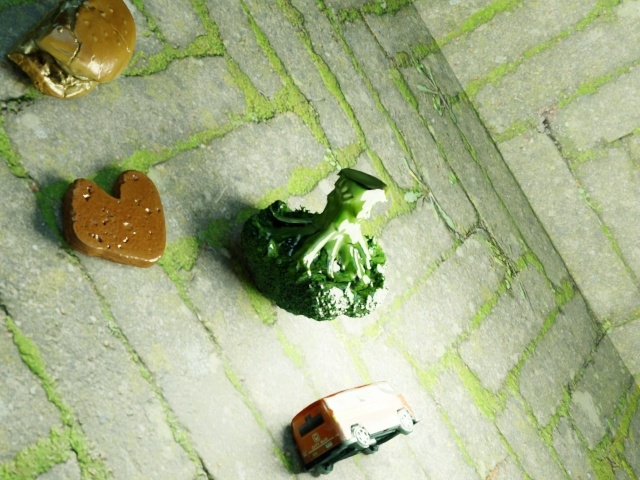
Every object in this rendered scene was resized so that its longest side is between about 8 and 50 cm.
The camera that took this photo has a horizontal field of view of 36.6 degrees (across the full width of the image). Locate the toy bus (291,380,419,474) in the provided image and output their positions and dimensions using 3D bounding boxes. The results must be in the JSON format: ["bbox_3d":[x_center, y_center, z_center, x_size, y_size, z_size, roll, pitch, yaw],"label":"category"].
[{"bbox_3d":[0.065,0.329,1.751,0.265,0.121,0.120,-4,60,-53],"label":"toy bus"}]

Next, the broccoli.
[{"bbox_3d":[0.000,0.000,1.768,0.298,0.297,0.297,22,20,-8],"label":"broccoli"}]

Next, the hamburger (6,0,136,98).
[{"bbox_3d":[-0.389,-0.338,1.621,0.156,0.144,0.283,47,34,-20],"label":"hamburger"}]

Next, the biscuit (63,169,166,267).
[{"bbox_3d":[-0.335,-0.045,1.572,0.192,0.036,0.186,18,50,-45],"label":"biscuit"}]
